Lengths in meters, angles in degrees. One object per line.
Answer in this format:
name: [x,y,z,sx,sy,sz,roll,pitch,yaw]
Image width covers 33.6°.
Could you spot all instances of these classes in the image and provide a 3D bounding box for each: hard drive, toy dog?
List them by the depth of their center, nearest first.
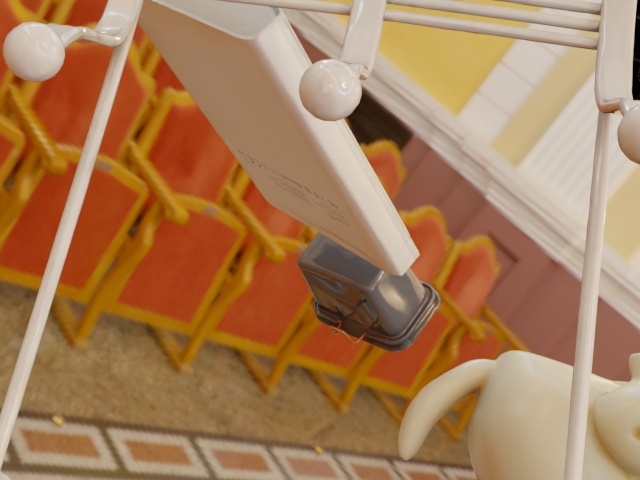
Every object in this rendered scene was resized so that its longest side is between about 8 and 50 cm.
hard drive: [-0.043,-0.102,0.913,0.203,0.040,0.307,31,-17,40]
toy dog: [0.267,0.319,1.005,0.395,0.408,0.284,10,-15,-8]

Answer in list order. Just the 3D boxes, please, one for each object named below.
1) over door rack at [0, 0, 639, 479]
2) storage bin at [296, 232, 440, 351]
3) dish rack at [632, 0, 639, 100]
over door rack: [0.000,0.000,0.399,0.239,0.324,0.108,9,-11,7]
storage bin: [0.038,0.047,1.097,0.135,0.098,0.091,20,-26,41]
dish rack: [0.461,-0.210,1.125,0.271,0.208,0.074,25,47,27]
